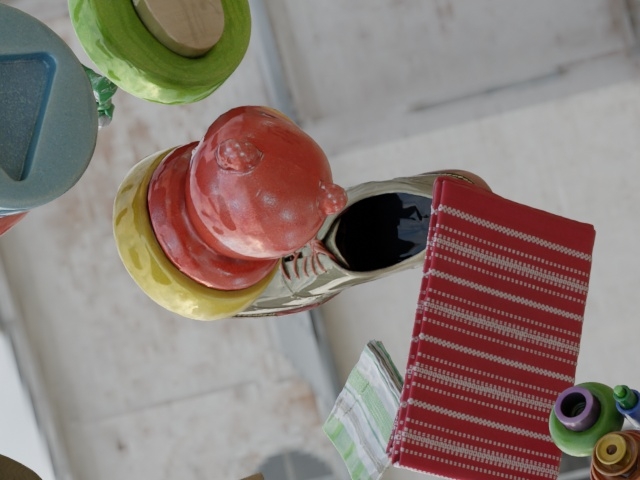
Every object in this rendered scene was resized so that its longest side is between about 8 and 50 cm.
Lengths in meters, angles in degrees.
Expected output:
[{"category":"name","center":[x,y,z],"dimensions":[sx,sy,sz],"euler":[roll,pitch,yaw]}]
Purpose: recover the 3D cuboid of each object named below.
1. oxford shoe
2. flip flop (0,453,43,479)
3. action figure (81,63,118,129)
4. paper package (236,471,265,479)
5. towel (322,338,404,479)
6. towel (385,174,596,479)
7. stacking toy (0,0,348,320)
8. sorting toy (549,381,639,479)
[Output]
[{"category":"oxford shoe","center":[0.000,0.000,1.879],"dimensions":[0.130,0.348,0.123],"euler":[-6,-102,-68]},{"category":"flip flop","center":[-0.244,0.104,1.035],"dimensions":[0.277,0.080,0.112],"euler":[41,-164,-37]},{"category":"action figure","center":[-0.279,-0.132,1.895],"dimensions":[0.137,0.232,0.063],"euler":[53,-129,-16]},{"category":"paper package","center":[-0.178,0.427,1.966],"dimensions":[0.168,0.325,0.309],"euler":[51,-160,13]},{"category":"towel","center":[0.054,0.200,2.063],"dimensions":[0.113,0.023,0.152],"euler":[59,137,35]},{"category":"towel","center":[0.162,0.091,1.712],"dimensions":[0.031,0.199,0.274],"euler":[-5,72,57]},{"category":"stacking toy","center":[-0.131,-0.116,1.153],"dimensions":[0.130,0.309,0.279],"euler":[-31,53,51]},{"category":"sorting toy","center":[0.176,0.115,1.140],"dimensions":[0.042,0.061,0.102],"euler":[45,-177,-45]}]
